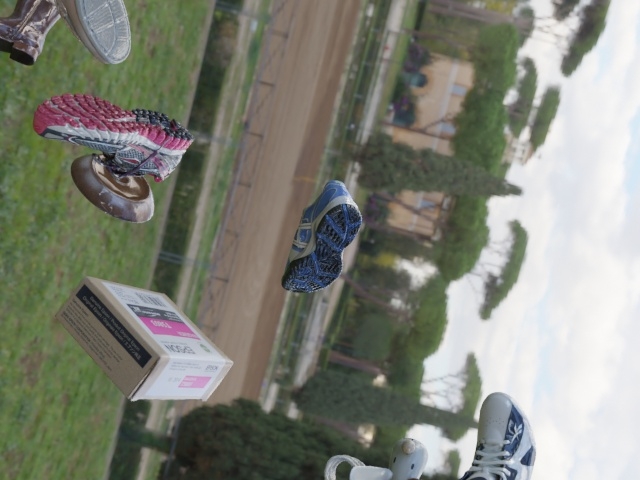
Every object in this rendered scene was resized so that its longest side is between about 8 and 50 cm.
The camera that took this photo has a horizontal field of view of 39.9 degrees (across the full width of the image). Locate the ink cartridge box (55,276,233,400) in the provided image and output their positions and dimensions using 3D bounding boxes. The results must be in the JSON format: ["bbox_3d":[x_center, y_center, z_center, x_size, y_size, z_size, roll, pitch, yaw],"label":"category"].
[{"bbox_3d":[-0.273,0.160,1.402,0.088,0.193,0.234,-52,157,5],"label":"ink cartridge box"}]

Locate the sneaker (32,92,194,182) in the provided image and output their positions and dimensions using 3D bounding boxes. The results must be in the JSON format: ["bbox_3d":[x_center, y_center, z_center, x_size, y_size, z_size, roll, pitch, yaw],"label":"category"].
[{"bbox_3d":[-0.344,-0.161,1.478,0.299,0.121,0.112,9,118,-50],"label":"sneaker"}]

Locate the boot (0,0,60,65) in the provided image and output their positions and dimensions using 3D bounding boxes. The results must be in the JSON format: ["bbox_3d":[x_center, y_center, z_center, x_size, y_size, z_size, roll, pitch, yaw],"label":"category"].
[{"bbox_3d":[-0.357,-0.267,1.019,0.037,0.106,0.114,-33,-144,46],"label":"boot"}]

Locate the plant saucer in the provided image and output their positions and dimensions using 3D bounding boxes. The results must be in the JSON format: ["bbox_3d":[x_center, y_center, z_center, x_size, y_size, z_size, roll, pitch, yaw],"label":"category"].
[{"bbox_3d":[-0.425,-0.120,1.848,0.036,0.198,0.199,-48,-170,25],"label":"plant saucer"}]

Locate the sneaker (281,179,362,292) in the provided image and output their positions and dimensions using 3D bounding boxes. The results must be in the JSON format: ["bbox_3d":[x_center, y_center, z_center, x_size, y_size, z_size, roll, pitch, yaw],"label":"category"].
[{"bbox_3d":[0.000,0.000,1.323,0.211,0.080,0.081,-56,-148,38],"label":"sneaker"}]

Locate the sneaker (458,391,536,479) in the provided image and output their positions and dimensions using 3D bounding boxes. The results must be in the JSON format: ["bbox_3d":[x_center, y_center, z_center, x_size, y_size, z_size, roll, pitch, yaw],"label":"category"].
[{"bbox_3d":[0.256,0.350,1.334,0.153,0.094,0.235,13,81,-57],"label":"sneaker"}]

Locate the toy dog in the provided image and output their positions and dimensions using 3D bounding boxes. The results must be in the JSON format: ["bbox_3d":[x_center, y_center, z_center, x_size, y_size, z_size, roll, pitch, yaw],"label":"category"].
[{"bbox_3d":[0.113,0.495,1.607,0.161,0.220,0.334,85,3,-48],"label":"toy dog"}]

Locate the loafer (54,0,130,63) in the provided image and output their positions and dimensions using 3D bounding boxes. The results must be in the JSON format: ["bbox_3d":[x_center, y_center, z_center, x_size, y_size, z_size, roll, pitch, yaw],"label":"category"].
[{"bbox_3d":[-0.178,-0.187,0.639,0.045,0.039,0.125,-48,127,-44],"label":"loafer"}]
